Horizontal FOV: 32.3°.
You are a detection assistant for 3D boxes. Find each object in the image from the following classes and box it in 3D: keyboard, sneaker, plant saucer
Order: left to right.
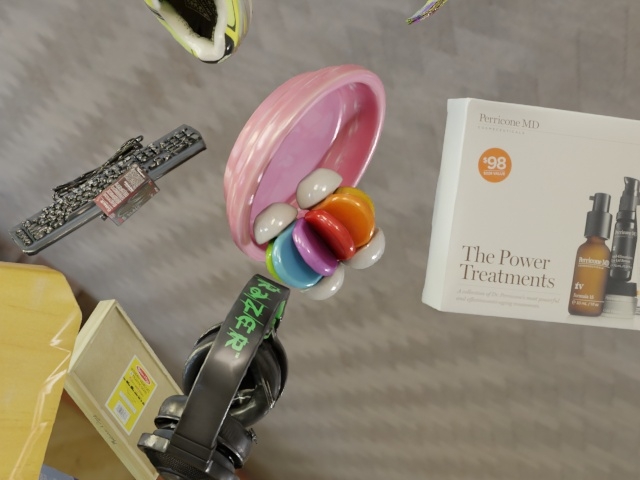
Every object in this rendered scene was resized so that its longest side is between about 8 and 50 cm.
[{"bbox_3d":[-0.331,-0.089,1.676,0.201,0.317,0.033,27,147,61],"label":"keyboard"},{"bbox_3d":[-0.206,-0.400,1.433,0.385,0.145,0.147,51,-164,-29],"label":"sneaker"},{"bbox_3d":[-0.033,-0.126,1.666,0.084,0.332,0.332,36,160,23],"label":"plant saucer"}]

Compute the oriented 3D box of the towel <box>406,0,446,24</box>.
[{"bbox_3d":[0.132,-0.275,1.268,0.009,0.060,0.083,46,171,-12],"label":"towel"}]

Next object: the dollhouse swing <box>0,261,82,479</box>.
[{"bbox_3d":[-0.448,0.124,0.982,0.315,0.347,0.305,17,-175,21],"label":"dollhouse swing"}]

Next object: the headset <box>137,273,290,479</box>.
[{"bbox_3d":[-0.104,0.221,1.365,0.185,0.243,0.394,26,133,2],"label":"headset"}]

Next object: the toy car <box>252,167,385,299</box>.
[{"bbox_3d":[0.000,0.000,1.571,0.159,0.182,0.136,51,-173,-13],"label":"toy car"}]

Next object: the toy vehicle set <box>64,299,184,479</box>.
[{"bbox_3d":[-0.319,0.251,1.827,0.035,0.166,0.267,-10,125,31],"label":"toy vehicle set"}]

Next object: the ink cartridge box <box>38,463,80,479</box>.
[{"bbox_3d":[-0.475,0.383,1.431,0.270,0.151,0.395,-25,140,23],"label":"ink cartridge box"}]

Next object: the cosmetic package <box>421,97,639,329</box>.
[{"bbox_3d":[0.344,-0.031,1.504,0.377,0.285,0.097,6,-177,-12],"label":"cosmetic package"}]

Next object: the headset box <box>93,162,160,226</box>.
[{"bbox_3d":[-0.256,-0.057,1.446,0.032,0.083,0.062,46,173,11],"label":"headset box"}]
